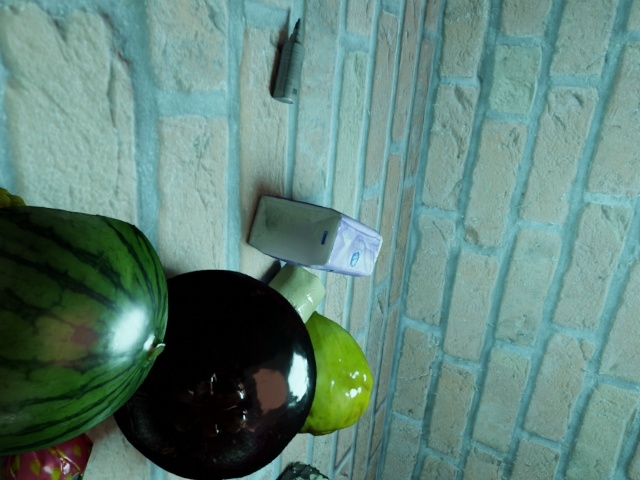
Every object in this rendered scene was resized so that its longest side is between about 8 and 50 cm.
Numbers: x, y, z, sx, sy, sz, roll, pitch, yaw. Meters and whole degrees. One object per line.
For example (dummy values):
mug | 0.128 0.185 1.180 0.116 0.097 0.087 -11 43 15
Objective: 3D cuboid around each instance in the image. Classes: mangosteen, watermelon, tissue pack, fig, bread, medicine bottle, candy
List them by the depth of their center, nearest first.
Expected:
watermelon | -0.295 0.118 0.549 0.330 0.189 0.331 15 90 -72
candy | -0.422 0.216 0.684 0.124 0.124 0.366 -25 116 -58
mangosteen | -0.197 0.234 0.894 0.435 0.381 0.383 -145 -113 -82
medicine bottle | -0.070 -0.438 1.120 0.057 0.057 0.199 2 100 -64
tissue pack | 0.000 0.000 1.262 0.338 0.241 0.160 20 87 -63
bread | -0.076 0.152 1.284 0.141 0.148 0.134 -50 -178 -42
fig | -0.021 0.386 1.343 0.343 0.342 0.344 -38 135 -52

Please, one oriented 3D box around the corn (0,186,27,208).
corn | -0.460 0.081 0.505 0.345 0.131 0.131 -58 149 -28

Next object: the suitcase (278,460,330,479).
suitcase | -0.102 0.995 1.590 0.351 0.193 0.340 -19 121 -60
